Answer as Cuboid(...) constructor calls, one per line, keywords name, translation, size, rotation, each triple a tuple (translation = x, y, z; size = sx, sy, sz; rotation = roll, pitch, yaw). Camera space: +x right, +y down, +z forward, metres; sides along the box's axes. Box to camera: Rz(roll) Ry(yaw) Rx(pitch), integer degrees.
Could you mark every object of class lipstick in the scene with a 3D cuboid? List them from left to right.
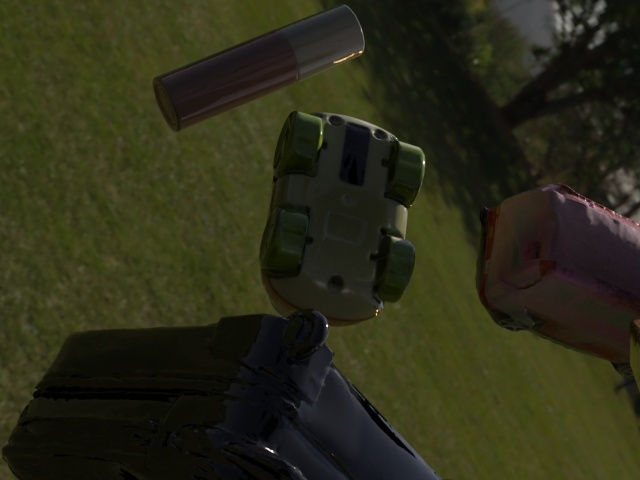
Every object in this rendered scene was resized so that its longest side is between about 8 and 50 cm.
Cuboid(name="lipstick", translation=(-0.072, -0.209, 1.376), size=(0.070, 0.254, 0.070), rotation=(53, -22, 32))

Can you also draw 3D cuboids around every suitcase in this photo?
Cuboid(name="suitcase", translation=(-0.073, 0.217, 1.024), size=(0.345, 0.339, 0.188), rotation=(48, 52, -37))

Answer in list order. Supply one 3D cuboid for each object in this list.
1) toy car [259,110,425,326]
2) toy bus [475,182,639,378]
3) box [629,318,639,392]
Cuboid(name="toy car", translation=(0.000, 0.000, 1.200), size=(0.145, 0.235, 0.235), rotation=(15, 26, -12))
Cuboid(name="toy bus", translation=(0.309, 0.053, 1.234), size=(0.302, 0.147, 0.127), rotation=(22, 61, -22))
Cuboid(name="box", translation=(0.326, 0.075, 0.675), size=(0.152, 0.269, 0.043), rotation=(-32, 121, -78))
